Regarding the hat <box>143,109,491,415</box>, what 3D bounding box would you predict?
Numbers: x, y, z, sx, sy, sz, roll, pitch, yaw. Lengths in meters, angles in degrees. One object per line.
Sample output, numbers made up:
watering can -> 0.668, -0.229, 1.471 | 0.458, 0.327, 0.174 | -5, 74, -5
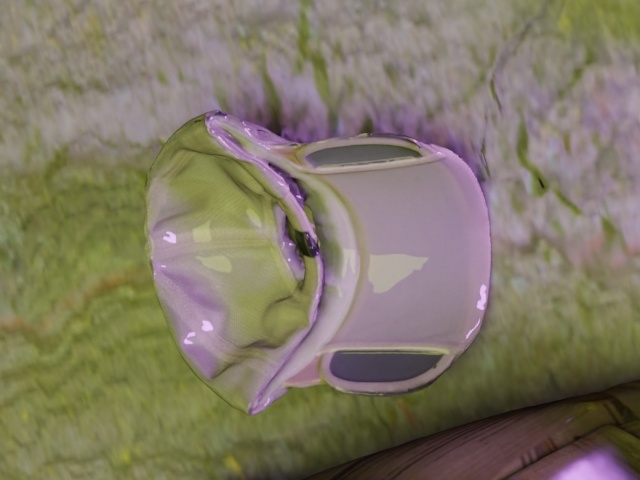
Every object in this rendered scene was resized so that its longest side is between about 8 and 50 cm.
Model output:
hat -> 0.000, 0.000, 1.317 | 0.226, 0.164, 0.219 | -9, 105, -20

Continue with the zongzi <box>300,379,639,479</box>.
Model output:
zongzi -> 0.055, 0.233, 1.354 | 0.500, 0.467, 0.218 | -9, 108, 60
